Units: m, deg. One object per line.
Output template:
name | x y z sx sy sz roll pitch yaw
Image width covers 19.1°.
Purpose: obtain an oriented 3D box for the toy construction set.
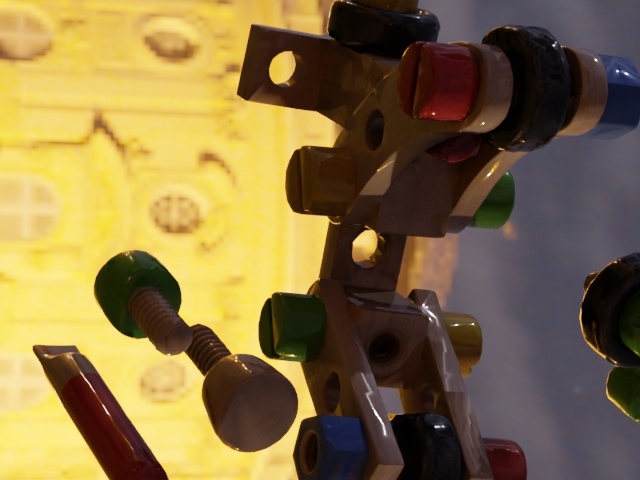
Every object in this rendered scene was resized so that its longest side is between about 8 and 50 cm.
toy construction set | 0.000 0.000 0.956 0.237 0.309 0.257 43 -31 55
